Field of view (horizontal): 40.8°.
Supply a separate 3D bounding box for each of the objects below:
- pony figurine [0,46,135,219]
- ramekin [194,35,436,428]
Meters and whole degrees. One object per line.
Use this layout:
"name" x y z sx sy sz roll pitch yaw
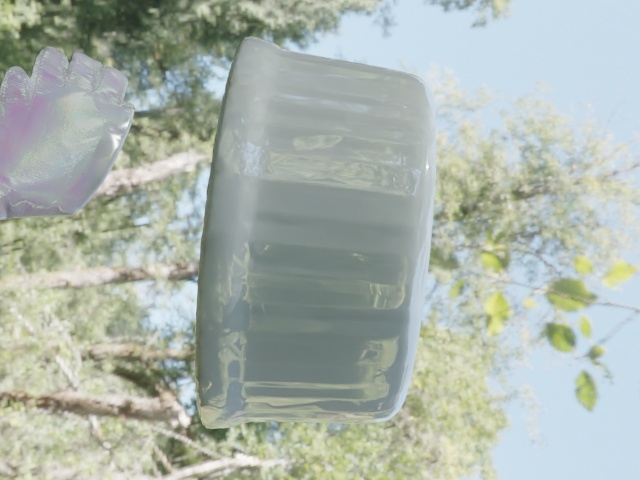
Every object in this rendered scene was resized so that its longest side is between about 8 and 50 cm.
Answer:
"pony figurine" -0.333 -0.061 0.658 0.363 0.303 0.351 93 5 -69
"ramekin" 0.000 0.000 0.619 0.277 0.135 0.277 5 90 -90
